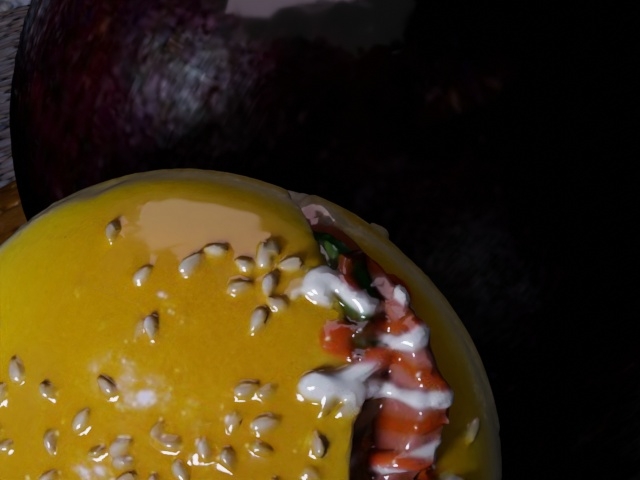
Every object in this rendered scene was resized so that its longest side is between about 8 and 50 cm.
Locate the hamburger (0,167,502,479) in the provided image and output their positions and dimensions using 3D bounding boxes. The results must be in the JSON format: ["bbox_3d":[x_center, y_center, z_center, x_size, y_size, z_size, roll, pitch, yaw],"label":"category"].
[{"bbox_3d":[-0.054,0.119,0.731,0.227,0.295,0.151,15,11,9],"label":"hamburger"}]

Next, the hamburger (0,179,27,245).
[{"bbox_3d":[-0.197,0.053,1.259,0.157,0.144,0.283,-19,21,-1],"label":"hamburger"}]

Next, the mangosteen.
[{"bbox_3d":[0.000,0.000,0.960,0.435,0.382,0.382,-51,17,8],"label":"mangosteen"}]
